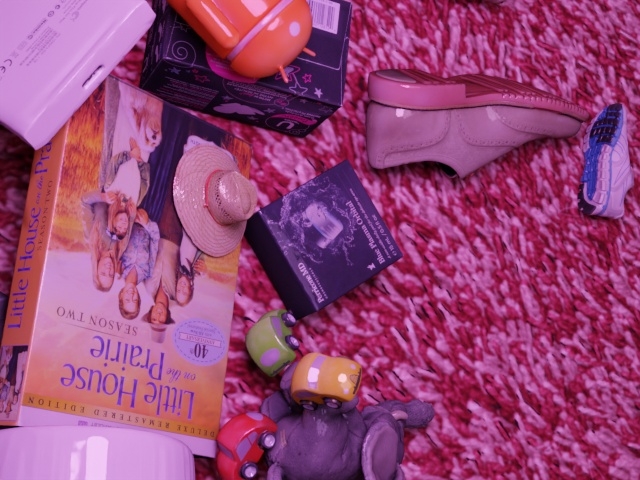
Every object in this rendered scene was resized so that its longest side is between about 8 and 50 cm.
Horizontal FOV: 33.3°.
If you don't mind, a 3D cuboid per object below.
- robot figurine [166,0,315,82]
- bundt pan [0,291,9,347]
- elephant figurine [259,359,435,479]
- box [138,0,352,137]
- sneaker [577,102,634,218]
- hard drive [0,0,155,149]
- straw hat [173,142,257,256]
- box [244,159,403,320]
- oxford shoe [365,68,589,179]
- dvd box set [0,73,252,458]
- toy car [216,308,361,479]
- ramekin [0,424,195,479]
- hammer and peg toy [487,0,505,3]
[{"bbox_3d":[-0.097,-0.288,1.290,0.128,0.158,0.219,-45,97,-5],"label":"robot figurine"},{"bbox_3d":[-0.487,0.123,1.185,0.330,0.124,0.331,6,76,-24],"label":"bundt pan"},{"bbox_3d":[0.047,0.268,1.383,0.239,0.169,0.186,37,95,-29],"label":"elephant figurine"},{"bbox_3d":[-0.101,-0.258,1.432,0.247,0.142,0.163,12,72,-22],"label":"box"},{"bbox_3d":[0.465,-0.122,1.702,0.082,0.071,0.191,18,80,-26],"label":"sneaker"},{"bbox_3d":[-0.360,-0.252,1.244,0.307,0.040,0.203,33,78,31],"label":"hard drive"},{"bbox_3d":[-0.113,-0.054,1.336,0.144,0.061,0.145,10,77,-51],"label":"straw hat"},{"bbox_3d":[0.000,0.000,1.446,0.158,0.093,0.156,-31,92,-25],"label":"box"},{"bbox_3d":[0.228,-0.168,1.588,0.396,0.140,0.147,0,109,-29],"label":"oxford shoe"},{"bbox_3d":[-0.223,0.034,1.284,0.307,0.062,0.421,24,66,-47],"label":"dvd box set"},{"bbox_3d":[-0.061,0.164,1.336,0.053,0.239,0.225,36,25,-32],"label":"toy car"},{"bbox_3d":[-0.265,0.289,1.169,0.277,0.277,0.135,9,67,-22],"label":"ramekin"},{"bbox_3d":[0.133,-0.509,1.602,0.361,0.127,0.266,10,76,-22],"label":"hammer and peg toy"}]
